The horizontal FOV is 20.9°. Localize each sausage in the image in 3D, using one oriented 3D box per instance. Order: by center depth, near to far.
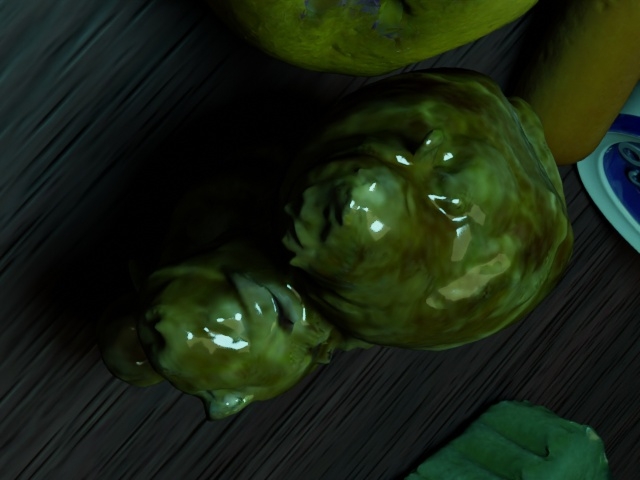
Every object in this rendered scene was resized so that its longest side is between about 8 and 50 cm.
[{"bbox_3d":[0.195,-0.136,1.219,0.076,0.076,0.197,-17,147,-39],"label":"sausage"}]

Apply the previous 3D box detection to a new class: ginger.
[{"bbox_3d":[0.006,-0.003,0.995,0.274,0.357,0.152,-17,92,-20],"label":"ginger"}]

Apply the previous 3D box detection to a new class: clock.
[{"bbox_3d":[0.304,-0.032,1.315,0.083,0.230,0.230,-50,141,-16],"label":"clock"}]

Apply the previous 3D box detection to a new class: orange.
[{"bbox_3d":[0.020,-0.194,0.905,0.183,0.249,0.249,-82,167,-49],"label":"orange"}]

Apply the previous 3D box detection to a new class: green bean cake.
[{"bbox_3d":[0.142,0.263,1.430,0.227,0.125,0.222,-35,134,-28],"label":"green bean cake"}]
